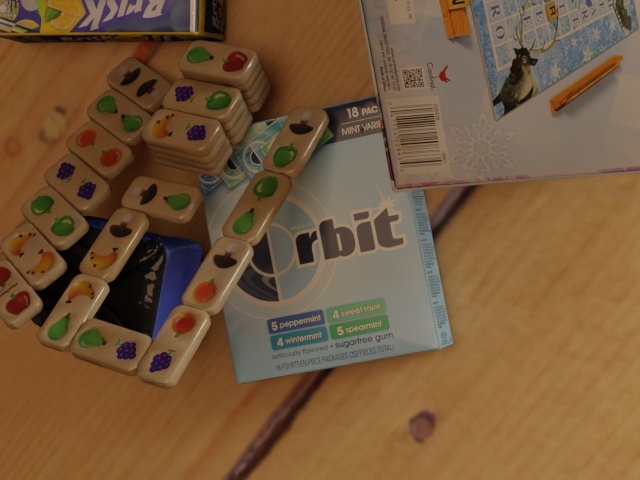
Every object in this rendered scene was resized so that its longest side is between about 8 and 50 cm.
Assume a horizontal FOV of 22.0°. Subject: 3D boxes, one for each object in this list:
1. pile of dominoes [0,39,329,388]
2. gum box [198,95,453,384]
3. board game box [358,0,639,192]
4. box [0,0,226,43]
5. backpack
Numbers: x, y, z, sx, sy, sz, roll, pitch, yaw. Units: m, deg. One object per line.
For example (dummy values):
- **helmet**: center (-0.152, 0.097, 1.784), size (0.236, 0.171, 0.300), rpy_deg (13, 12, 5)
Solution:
- **pile of dominoes**: center (-0.126, -0.033, 1.139), size (0.196, 0.040, 0.251), rpy_deg (14, 61, 30)
- **gum box**: center (0.000, 0.000, 1.182), size (0.157, 0.041, 0.184), rpy_deg (-11, 87, 19)
- **board game box**: center (0.175, -0.193, 0.977), size (0.318, 0.066, 0.318), rpy_deg (-3, 117, 16)
- **box**: center (-0.157, -0.178, 1.223), size (0.169, 0.054, 0.059), rpy_deg (2, 92, 18)
- **backpack**: center (-0.151, 0.035, 1.202), size (0.120, 0.101, 0.098), rpy_deg (13, 92, 22)
